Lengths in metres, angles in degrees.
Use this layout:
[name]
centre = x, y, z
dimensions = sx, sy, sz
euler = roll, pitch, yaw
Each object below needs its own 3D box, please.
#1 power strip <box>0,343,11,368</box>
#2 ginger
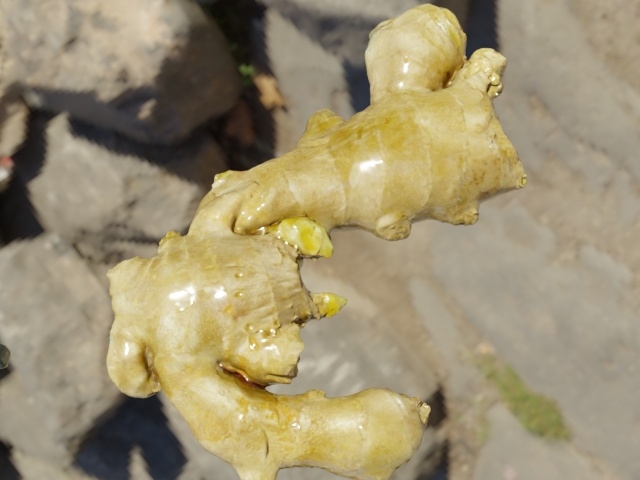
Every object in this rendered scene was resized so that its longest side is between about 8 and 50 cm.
[power strip]
centre = -0.196, 0.152, 0.741
dimensions = 0.061, 0.145, 0.215
euler = 0, 91, 21
[ginger]
centre = 0.000, 0.000, 0.659
dimensions = 0.052, 0.176, 0.193
euler = 119, 142, -67
